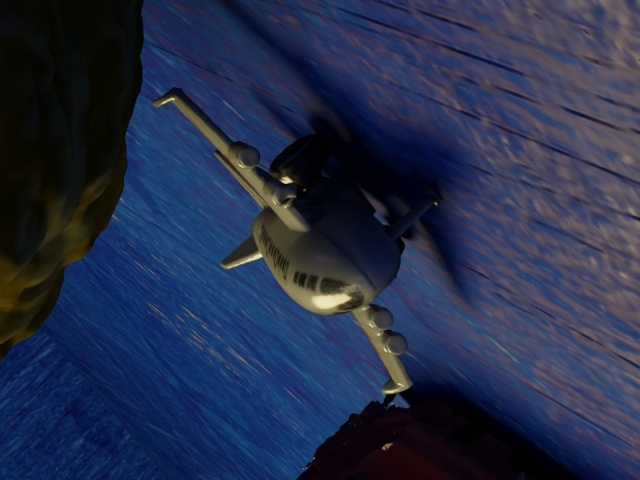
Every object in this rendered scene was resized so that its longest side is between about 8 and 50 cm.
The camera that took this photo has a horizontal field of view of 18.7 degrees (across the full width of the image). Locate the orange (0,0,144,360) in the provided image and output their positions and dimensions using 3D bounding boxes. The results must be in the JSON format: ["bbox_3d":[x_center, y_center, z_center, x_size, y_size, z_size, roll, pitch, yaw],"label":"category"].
[{"bbox_3d":[-0.176,-0.098,0.736,0.271,0.210,0.368,45,166,4],"label":"orange"}]

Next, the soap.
[{"bbox_3d":[0.079,0.162,0.963,0.250,0.099,0.162,33,168,50],"label":"soap"}]

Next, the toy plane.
[{"bbox_3d":[0.000,0.000,0.781,0.162,0.065,0.171,52,166,-16],"label":"toy plane"}]
